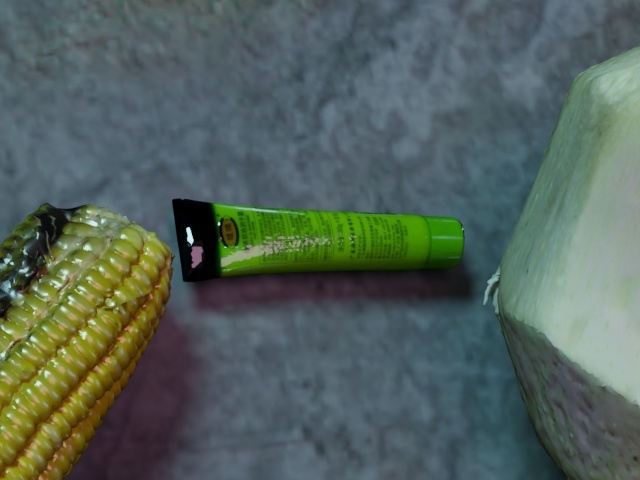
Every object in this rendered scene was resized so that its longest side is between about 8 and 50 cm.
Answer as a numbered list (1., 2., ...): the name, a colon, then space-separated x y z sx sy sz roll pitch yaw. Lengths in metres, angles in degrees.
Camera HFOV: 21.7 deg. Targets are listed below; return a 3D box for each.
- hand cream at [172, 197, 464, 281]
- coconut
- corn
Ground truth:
1. hand cream: 0.000 0.000 0.675 0.122 0.023 0.036 1 64 -24
2. coconut: 0.179 -0.001 0.642 0.197 0.237 0.237 21 62 19
3. corn: -0.120 0.068 0.576 0.072 0.072 0.203 39 61 -9
